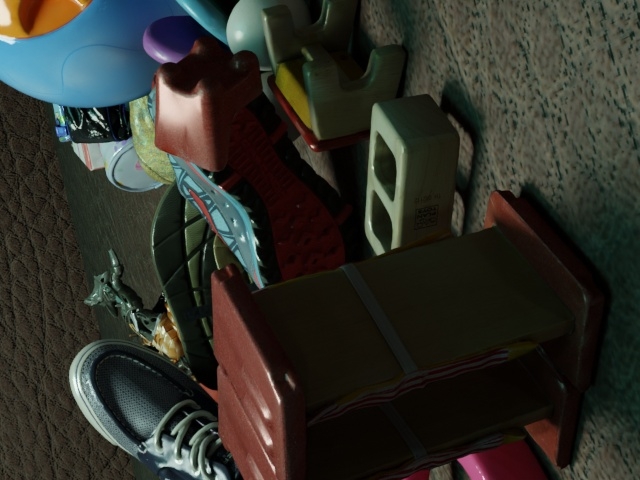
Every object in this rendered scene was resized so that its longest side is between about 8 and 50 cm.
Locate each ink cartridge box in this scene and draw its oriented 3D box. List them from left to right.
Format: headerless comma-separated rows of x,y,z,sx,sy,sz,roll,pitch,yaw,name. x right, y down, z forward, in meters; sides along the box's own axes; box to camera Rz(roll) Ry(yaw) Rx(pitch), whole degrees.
-0.328,-0.171,1.757,0.198,0.115,0.067,-145,44,-63,ink cartridge box

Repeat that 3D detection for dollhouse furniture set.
0.000,0.000,0.750,0.374,0.201,0.152,-122,25,-44,dollhouse furniture set

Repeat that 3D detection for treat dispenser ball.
-0.234,-0.277,1.114,0.288,0.288,0.288,166,90,-72,treat dispenser ball

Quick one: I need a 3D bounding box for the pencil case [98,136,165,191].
-0.282,-0.199,1.607,0.124,0.113,0.273,70,176,-58,pencil case

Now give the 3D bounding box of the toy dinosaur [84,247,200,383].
-0.204,0.103,1.612,0.218,0.164,0.322,50,133,26,toy dinosaur

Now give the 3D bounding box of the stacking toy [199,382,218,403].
-0.106,0.323,1.546,0.279,0.130,0.309,45,158,9,stacking toy

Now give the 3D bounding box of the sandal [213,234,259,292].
-0.082,0.066,1.271,0.049,0.072,0.180,-123,23,-83,sandal

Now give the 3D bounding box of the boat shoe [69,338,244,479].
-0.140,0.231,1.314,0.340,0.127,0.158,40,158,-9,boat shoe

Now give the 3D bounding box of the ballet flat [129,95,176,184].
-0.182,-0.239,1.304,0.123,0.123,0.349,-171,69,-71,ballet flat

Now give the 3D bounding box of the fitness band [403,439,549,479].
0.127,0.252,0.790,0.209,0.054,0.291,109,142,-59,fitness band

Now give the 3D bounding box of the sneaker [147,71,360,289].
-0.059,-0.045,0.965,0.125,0.104,0.262,25,148,56,sneaker

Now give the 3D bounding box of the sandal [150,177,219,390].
-0.136,0.044,1.349,0.086,0.120,0.303,-106,11,-58,sandal

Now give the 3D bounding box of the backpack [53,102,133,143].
-0.264,-0.216,1.395,0.158,0.116,0.173,-38,-58,-60,backpack

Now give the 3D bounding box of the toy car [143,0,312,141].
-0.090,-0.171,1.003,0.159,0.136,0.182,-123,26,-47,toy car
